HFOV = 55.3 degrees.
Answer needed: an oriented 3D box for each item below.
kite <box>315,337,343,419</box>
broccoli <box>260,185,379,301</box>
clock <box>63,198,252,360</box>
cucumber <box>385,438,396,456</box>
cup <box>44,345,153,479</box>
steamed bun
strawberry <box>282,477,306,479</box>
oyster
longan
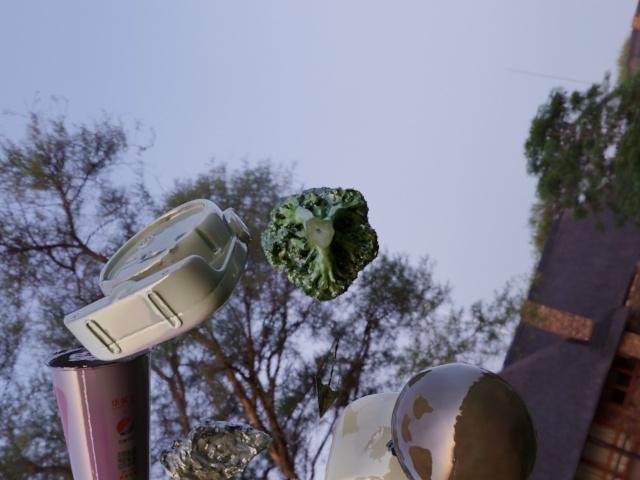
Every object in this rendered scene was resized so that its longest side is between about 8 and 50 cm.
[{"bbox_3d":[0.031,0.409,1.809,0.198,0.006,0.244,44,-124,-55],"label":"kite"},{"bbox_3d":[0.000,0.000,1.562,0.275,0.308,0.307,-115,43,-88],"label":"broccoli"},{"bbox_3d":[-0.247,0.039,1.005,0.108,0.265,0.324,55,-157,-22],"label":"clock"},{"bbox_3d":[0.218,0.516,1.548,0.108,0.067,0.035,1,-55,-34],"label":"cucumber"},{"bbox_3d":[-0.408,0.353,1.170,0.203,0.203,0.288,-12,-82,-61],"label":"cup"},{"bbox_3d":[0.251,0.625,1.698,0.371,0.456,0.289,-71,-8,-54],"label":"steamed bun"},{"bbox_3d":[-0.038,0.442,0.895,0.201,0.184,0.186,69,-177,-59],"label":"strawberry"},{"bbox_3d":[-0.179,0.356,1.042,0.177,0.125,0.064,-22,-38,-35],"label":"oyster"},{"bbox_3d":[0.225,0.320,0.977,0.248,0.248,0.248,-43,-38,-45],"label":"longan"}]
